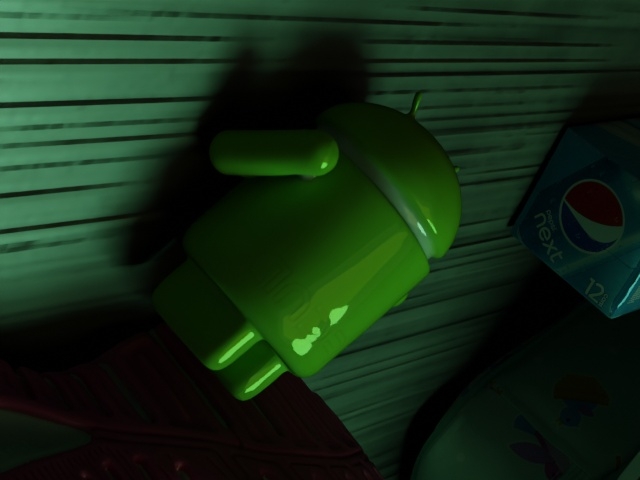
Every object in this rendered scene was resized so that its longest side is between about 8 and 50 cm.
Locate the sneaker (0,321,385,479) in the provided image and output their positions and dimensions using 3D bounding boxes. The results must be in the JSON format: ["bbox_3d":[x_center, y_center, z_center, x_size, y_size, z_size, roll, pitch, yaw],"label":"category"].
[{"bbox_3d":[-0.078,0.099,0.394,0.252,0.103,0.111,6,127,-47],"label":"sneaker"}]

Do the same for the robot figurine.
[{"bbox_3d":[0.000,0.000,0.389,0.115,0.067,0.101,-42,142,-7],"label":"robot figurine"}]

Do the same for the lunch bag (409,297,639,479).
[{"bbox_3d":[0.183,0.136,0.746,0.279,0.108,0.224,-30,147,-25],"label":"lunch bag"}]

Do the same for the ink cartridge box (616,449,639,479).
[{"bbox_3d":[0.217,0.171,0.632,0.193,0.088,0.234,4,124,-51],"label":"ink cartridge box"}]

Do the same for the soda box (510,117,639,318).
[{"bbox_3d":[0.198,-0.023,0.605,0.210,0.071,0.067,-11,135,-45],"label":"soda box"}]
